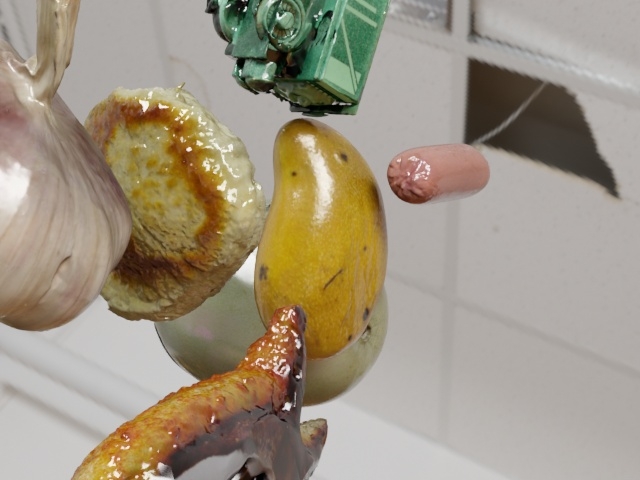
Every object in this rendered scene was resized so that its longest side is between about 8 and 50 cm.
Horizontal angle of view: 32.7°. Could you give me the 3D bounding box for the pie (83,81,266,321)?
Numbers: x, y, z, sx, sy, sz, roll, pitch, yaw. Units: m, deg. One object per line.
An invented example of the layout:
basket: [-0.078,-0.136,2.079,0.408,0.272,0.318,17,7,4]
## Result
pie: [-0.140,-0.031,0.918,0.205,0.084,0.178,-41,-109,39]

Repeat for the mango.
mango: [0.003,0.002,1.157,0.109,0.157,0.262,21,-65,53]

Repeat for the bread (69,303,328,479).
bread: [-0.074,0.148,0.706,0.095,0.269,0.139,2,-69,22]

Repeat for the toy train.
toy train: [-0.011,-0.262,1.097,0.115,0.269,0.154,9,-11,42]

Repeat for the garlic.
garlic: [-0.219,-0.083,0.731,0.245,0.245,0.253,35,-71,6]

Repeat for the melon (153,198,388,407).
melon: [-0.074,0.077,1.410,0.330,0.268,0.268,15,-40,38]

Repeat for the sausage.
sausage: [0.126,-0.071,1.158,0.062,0.154,0.062,5,-80,34]
